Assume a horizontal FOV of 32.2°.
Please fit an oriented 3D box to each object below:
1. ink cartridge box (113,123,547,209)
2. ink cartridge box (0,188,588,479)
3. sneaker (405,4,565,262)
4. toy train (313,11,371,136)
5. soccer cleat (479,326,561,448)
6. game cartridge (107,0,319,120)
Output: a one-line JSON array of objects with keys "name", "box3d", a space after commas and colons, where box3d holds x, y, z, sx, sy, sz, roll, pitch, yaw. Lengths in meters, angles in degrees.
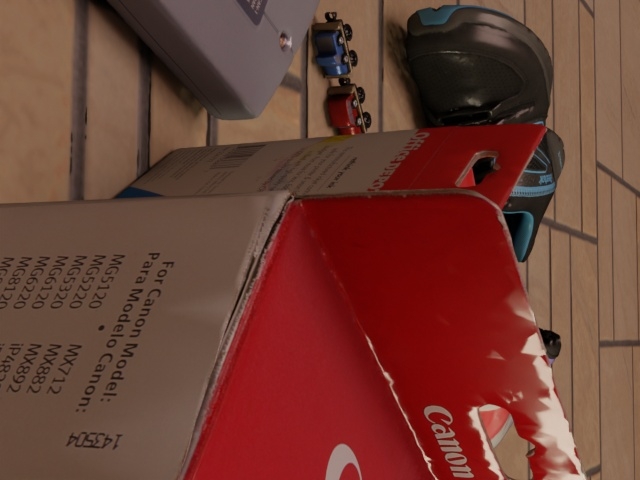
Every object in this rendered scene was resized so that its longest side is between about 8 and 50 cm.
[{"name": "ink cartridge box", "box3d": [0.000, 0.000, 0.592, 0.134, 0.231, 0.078, -50, 132, -55]}, {"name": "ink cartridge box", "box3d": [-0.034, 0.129, 0.461, 0.309, 0.271, 0.130, 63, 35, -42]}, {"name": "sneaker", "box3d": [0.171, -0.100, 1.101, 0.341, 0.125, 0.140, 48, 50, -51]}, {"name": "toy train", "box3d": [0.021, -0.105, 0.892, 0.036, 0.027, 0.158, -43, 128, -45]}, {"name": "soccer cleat", "box3d": [0.164, 0.145, 1.119, 0.318, 0.108, 0.116, -19, 128, -67]}, {"name": "game cartridge", "box3d": [-0.047, -0.235, 0.689, 0.196, 0.060, 0.294, 44, 56, -52]}]
